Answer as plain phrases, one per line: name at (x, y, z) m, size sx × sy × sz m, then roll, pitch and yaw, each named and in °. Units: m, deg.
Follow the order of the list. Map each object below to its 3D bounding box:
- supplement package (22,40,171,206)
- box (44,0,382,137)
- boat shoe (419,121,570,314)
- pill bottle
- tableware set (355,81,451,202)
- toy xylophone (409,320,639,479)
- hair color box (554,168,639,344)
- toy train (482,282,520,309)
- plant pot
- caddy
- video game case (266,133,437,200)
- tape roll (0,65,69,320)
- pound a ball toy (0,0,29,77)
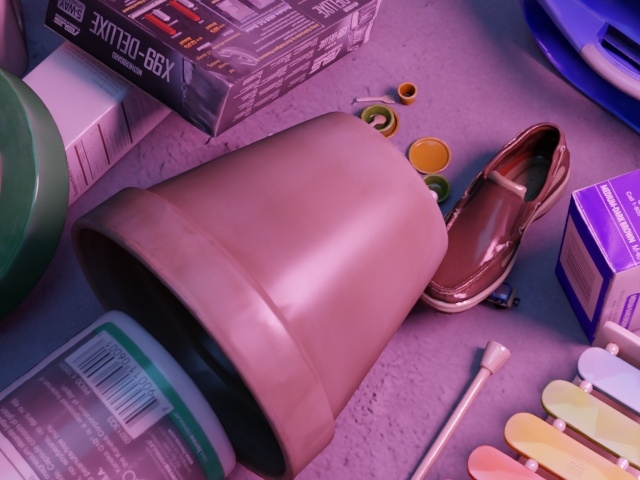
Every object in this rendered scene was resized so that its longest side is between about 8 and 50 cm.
supplement package at (-0.263, -0.145, 1.842) m, size 0.105 × 0.105 × 0.179 m, roll 38°, pitch 70°, yaw 20°
box at (-0.112, -0.258, 1.839) m, size 0.242 × 0.076 × 0.307 m, roll 34°, pitch 41°, yaw 16°
boat shoe at (0.181, -0.035, 1.751) m, size 0.095 × 0.095 × 0.257 m, roll 26°, pitch 54°, yaw 17°
pill bottle at (-0.277, 0.248, 1.587) m, size 0.361 × 0.204 × 0.204 m, roll -37°, pitch 68°, yaw -16°
tableware set at (0.094, -0.108, 1.859) m, size 0.104 × 0.024 × 0.154 m, roll -4°, pitch 63°, yaw 0°
toy xylophone at (0.224, 0.223, 1.654) m, size 0.236 × 0.081 × 0.323 m, roll 24°, pitch 66°, yaw 14°
hair color box at (0.424, -0.021, 1.715) m, size 0.339 × 0.185 × 0.110 m, roll -21°, pitch 64°, yaw -8°
toy train at (0.139, 0.037, 1.776) m, size 0.158 × 0.036 × 0.027 m, roll 19°, pitch 65°, yaw 11°
plant pot at (-0.035, 0.030, 1.629) m, size 0.280 × 0.323 × 0.323 m, roll -38°, pitch 68°, yaw -18°
caddy at (0.367, -0.224, 1.791) m, size 0.341 × 0.241 × 0.179 m, roll 39°, pitch 66°, yaw 20°
video game case at (0.000, 0.000, 1.779) m, size 0.201 × 0.023 × 0.183 m, roll 21°, pitch 80°, yaw 15°
tape roll at (-0.425, -0.050, 1.751) m, size 0.321 × 0.077 × 0.321 m, roll -3°, pitch 80°, yaw 18°
pound a ball toy at (-0.370, -0.293, 1.801) m, size 0.208 × 0.319 × 0.136 m, roll -8°, pitch 63°, yaw -3°
